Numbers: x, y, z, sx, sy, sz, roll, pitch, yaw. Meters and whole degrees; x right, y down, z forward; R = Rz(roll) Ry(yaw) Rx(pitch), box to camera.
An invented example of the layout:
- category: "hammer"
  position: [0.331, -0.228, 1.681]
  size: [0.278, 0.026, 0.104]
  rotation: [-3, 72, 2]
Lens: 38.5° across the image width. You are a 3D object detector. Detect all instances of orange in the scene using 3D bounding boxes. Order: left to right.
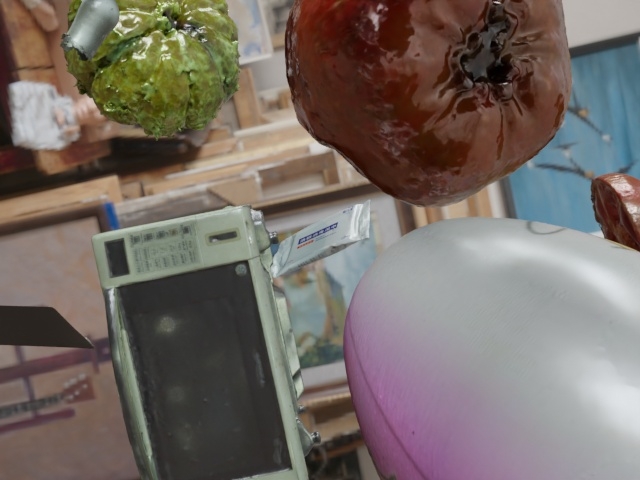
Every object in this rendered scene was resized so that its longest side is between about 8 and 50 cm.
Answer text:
- category: "orange"
  position: [-0.273, -0.314, 1.538]
  size: [0.301, 0.300, 0.223]
  rotation: [52, -27, 3]

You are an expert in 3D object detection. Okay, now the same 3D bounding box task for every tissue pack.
- category: "tissue pack"
  position: [0.000, 0.000, 1.576]
  size: [0.026, 0.193, 0.122]
  rotation: [57, 21, -26]

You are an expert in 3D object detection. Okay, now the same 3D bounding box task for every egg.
- category: "egg"
  position: [0.129, 0.095, 0.449]
  size: [0.271, 0.196, 0.196]
  rotation: [53, -9, 37]

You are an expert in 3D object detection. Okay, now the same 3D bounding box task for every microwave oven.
- category: "microwave oven"
  position: [-0.156, 0.157, 1.325]
  size: [0.333, 0.247, 0.394]
  rotation: [-166, -116, -85]

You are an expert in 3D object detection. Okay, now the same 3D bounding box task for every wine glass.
- category: "wine glass"
  position: [-0.196, -0.199, 0.809]
  size: [0.039, 0.042, 0.083]
  rotation: [44, 70, -49]

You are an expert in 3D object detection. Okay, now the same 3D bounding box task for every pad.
- category: "pad"
  position: [-0.570, 0.158, 1.710]
  size: [0.159, 0.265, 0.009]
  rotation: [63, 32, -52]

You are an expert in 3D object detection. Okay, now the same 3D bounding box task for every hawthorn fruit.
- category: "hawthorn fruit"
  position: [0.060, -0.136, 0.686]
  size: [0.243, 0.207, 0.207]
  rotation: [14, -59, 64]

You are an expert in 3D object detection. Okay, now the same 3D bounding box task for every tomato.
- category: "tomato"
  position: [0.384, -0.018, 1.094]
  size: [0.155, 0.069, 0.155]
  rotation: [-22, 90, -87]
